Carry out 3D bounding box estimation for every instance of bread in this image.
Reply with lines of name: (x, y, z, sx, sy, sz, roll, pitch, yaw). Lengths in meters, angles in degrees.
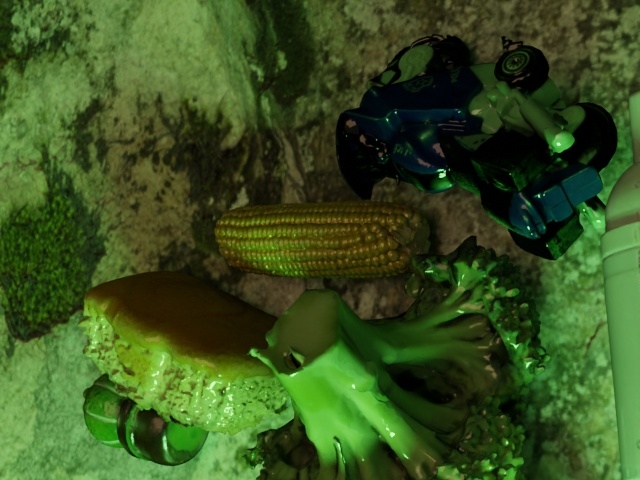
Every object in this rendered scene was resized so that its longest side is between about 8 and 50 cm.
bread: (-0.133, 0.113, 1.609, 0.245, 0.174, 0.121, 22, 116, 39)

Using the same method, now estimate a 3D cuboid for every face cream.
face cream: (0.311, 0.020, 1.297, 0.145, 0.145, 0.369, -13, 76, 35)

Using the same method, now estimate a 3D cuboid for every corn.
corn: (0.000, 0.000, 1.577, 0.248, 0.081, 0.081, -1, 82, 37)

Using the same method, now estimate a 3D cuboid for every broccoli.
broccoli: (0.080, 0.168, 1.363, 0.249, 0.302, 0.375, 37, 77, 17)

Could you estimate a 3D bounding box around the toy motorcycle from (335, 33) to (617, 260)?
toy motorcycle: (0.133, -0.096, 1.436, 0.196, 0.125, 0.331, -43, 39, -9)

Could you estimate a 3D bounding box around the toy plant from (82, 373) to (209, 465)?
toy plant: (-0.202, 0.194, 1.693, 0.162, 0.093, 0.092, 10, 89, 42)
